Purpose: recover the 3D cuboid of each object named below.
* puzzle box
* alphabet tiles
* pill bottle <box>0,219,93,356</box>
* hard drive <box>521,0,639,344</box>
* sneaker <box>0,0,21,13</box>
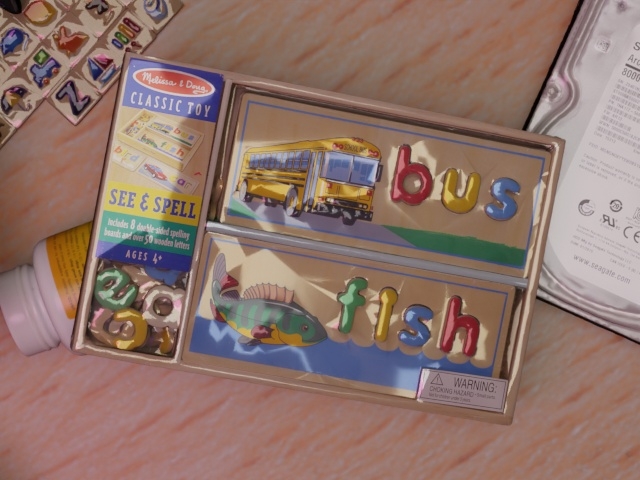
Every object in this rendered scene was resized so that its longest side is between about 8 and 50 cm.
[{"bbox_3d":[0.000,0.000,1.688,0.409,0.052,0.272,10,91,-9],"label":"puzzle box"},{"bbox_3d":[-0.283,-0.204,1.815,0.198,0.009,0.237,42,92,1],"label":"alphabet tiles"},{"bbox_3d":[-0.188,0.034,1.759,0.215,0.117,0.117,-20,90,1],"label":"pill bottle"},{"bbox_3d":[0.308,-0.082,1.772,0.237,0.064,0.339,25,90,1],"label":"hard drive"},{"bbox_3d":[-0.235,-0.312,1.773,0.232,0.081,0.090,-39,92,8],"label":"sneaker"}]
